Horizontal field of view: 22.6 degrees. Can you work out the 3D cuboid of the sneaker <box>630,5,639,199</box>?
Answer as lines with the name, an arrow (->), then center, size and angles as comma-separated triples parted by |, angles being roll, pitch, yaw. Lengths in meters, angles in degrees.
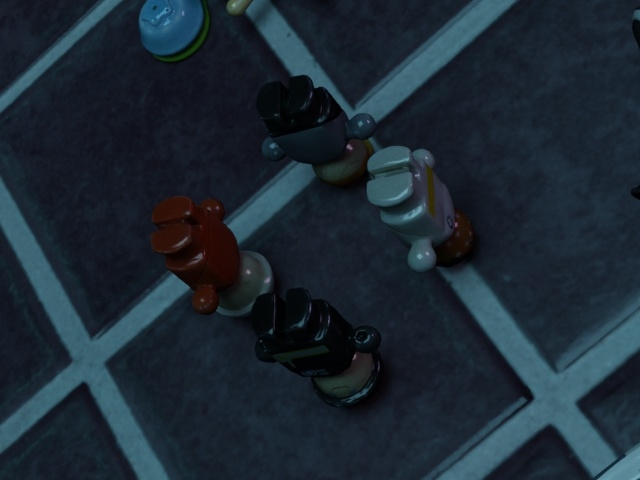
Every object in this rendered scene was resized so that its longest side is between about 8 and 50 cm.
sneaker -> 0.262, -0.071, 1.171 | 0.097, 0.084, 0.234 | -30, 59, 17

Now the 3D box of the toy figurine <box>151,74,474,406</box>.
toy figurine -> 0.000, 0.000, 1.260 | 0.213, 0.148, 0.209 | 35, 84, 37

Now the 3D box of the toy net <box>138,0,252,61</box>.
toy net -> -0.069, -0.248, 1.454 | 0.232, 0.045, 0.122 | -15, 62, 22

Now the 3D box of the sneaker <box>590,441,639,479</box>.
sneaker -> 0.202, 0.251, 1.072 | 0.226, 0.086, 0.163 | -40, 54, 8
